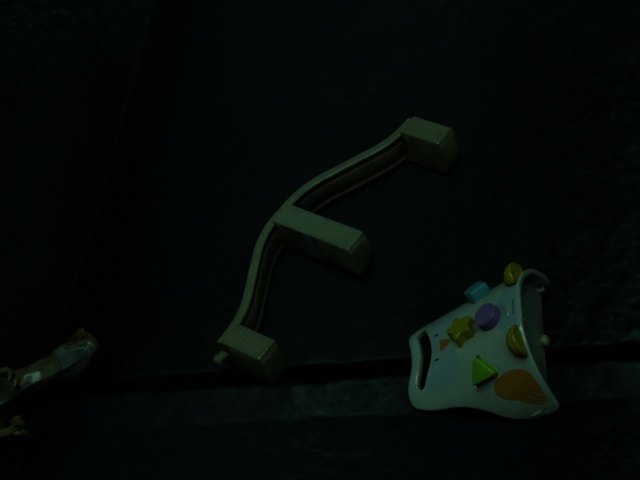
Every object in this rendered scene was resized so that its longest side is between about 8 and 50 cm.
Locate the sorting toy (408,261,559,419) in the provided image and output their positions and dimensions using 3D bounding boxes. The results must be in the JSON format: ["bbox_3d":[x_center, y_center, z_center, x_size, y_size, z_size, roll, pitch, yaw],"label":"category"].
[{"bbox_3d":[0.078,0.055,0.883,0.075,0.045,0.083,-24,43,26],"label":"sorting toy"}]

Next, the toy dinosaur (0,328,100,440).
[{"bbox_3d":[-0.223,0.094,0.950,0.211,0.064,0.112,-4,30,4],"label":"toy dinosaur"}]

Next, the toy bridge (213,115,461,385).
[{"bbox_3d":[0.000,0.000,0.963,0.063,0.026,0.188,22,60,37],"label":"toy bridge"}]
